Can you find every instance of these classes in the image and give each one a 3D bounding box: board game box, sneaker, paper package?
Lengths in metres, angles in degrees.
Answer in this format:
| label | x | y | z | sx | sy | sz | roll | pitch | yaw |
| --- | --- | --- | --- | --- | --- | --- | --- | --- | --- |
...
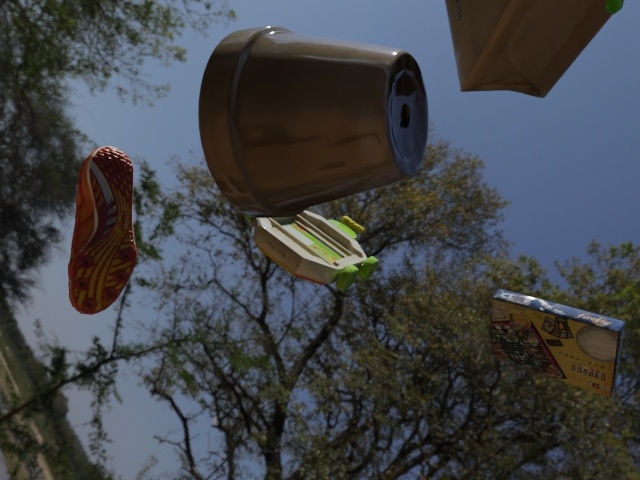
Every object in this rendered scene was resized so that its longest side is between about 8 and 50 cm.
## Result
| label | x | y | z | sx | sy | sz | roll | pitch | yaw |
| --- | --- | --- | --- | --- | --- | --- | --- | --- | --- |
| board game box | 0.477 | 0.206 | 1.046 | 0.243 | 0.042 | 0.165 | 15 | -54 | 39 |
| sneaker | -0.229 | -0.010 | 0.535 | 0.067 | 0.064 | 0.175 | -8 | -107 | 53 |
| paper package | 0.336 | -0.455 | 0.830 | 0.309 | 0.168 | 0.324 | 108 | -19 | -64 |

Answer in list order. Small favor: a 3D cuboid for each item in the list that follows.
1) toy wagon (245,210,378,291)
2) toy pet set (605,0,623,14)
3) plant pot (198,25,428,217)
| label | x | y | z | sx | sy | sz | roll | pitch | yaw |
| --- | --- | --- | --- | --- | --- | --- | --- | --- | --- |
| toy wagon | 0.000 | 0.000 | 1.126 | 0.267 | 0.344 | 0.068 | 37 | -70 | 19 |
| toy pet set | 0.310 | -0.220 | 0.424 | 0.122 | 0.065 | 0.114 | 64 | -3 | 9 |
| plant pot | 0.014 | -0.196 | 0.830 | 0.280 | 0.323 | 0.323 | 2 | -65 | 30 |
